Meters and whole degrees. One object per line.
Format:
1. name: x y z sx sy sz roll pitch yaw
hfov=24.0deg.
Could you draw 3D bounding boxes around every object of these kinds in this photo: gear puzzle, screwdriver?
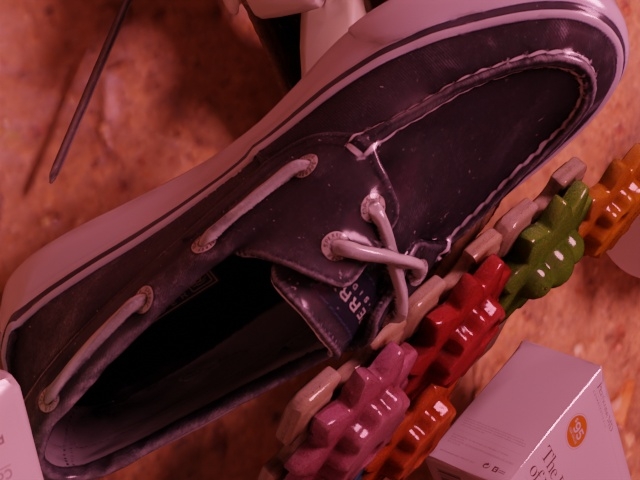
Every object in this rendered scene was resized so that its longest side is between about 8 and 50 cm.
1. gear puzzle: 0.083 0.053 0.775 0.339 0.044 0.175 -37 158 -39
2. screwdriver: -0.092 -0.103 0.683 0.024 0.025 0.170 31 78 -41

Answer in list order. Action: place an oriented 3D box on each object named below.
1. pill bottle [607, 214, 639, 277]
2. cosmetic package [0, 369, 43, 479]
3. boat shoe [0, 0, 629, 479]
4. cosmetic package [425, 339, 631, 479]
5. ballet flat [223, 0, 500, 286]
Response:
1. pill bottle: 0.246 -0.030 0.955 0.152 0.086 0.086 -25 111 -38
2. cosmetic package: -0.174 0.226 0.531 0.155 0.197 0.366 -26 114 -38
3. boat shoe: 0.000 0.000 0.613 0.301 0.102 0.108 -29 131 8
4. cosmetic package: 0.140 0.180 0.880 0.099 0.060 0.239 -47 133 -30
5. ballet flat: 0.006 -0.105 0.680 0.124 0.116 0.342 -75 152 -45
